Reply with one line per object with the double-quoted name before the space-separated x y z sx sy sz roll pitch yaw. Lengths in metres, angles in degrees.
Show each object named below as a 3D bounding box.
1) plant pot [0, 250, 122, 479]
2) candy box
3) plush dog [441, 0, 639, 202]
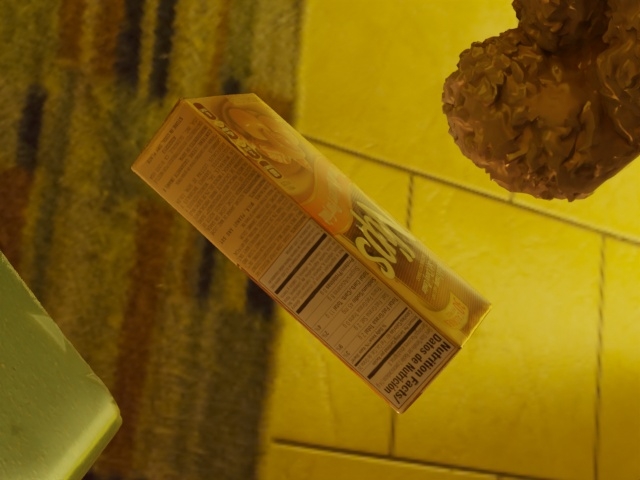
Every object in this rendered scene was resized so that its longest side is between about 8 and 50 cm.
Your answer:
"plant pot" -0.282 0.107 0.559 0.247 0.248 0.252 56 16 -16
"candy box" 0.000 0.000 1.097 0.316 0.087 0.183 41 17 7
"plush dog" 0.148 -0.180 0.577 0.262 0.210 0.225 -35 81 -14
